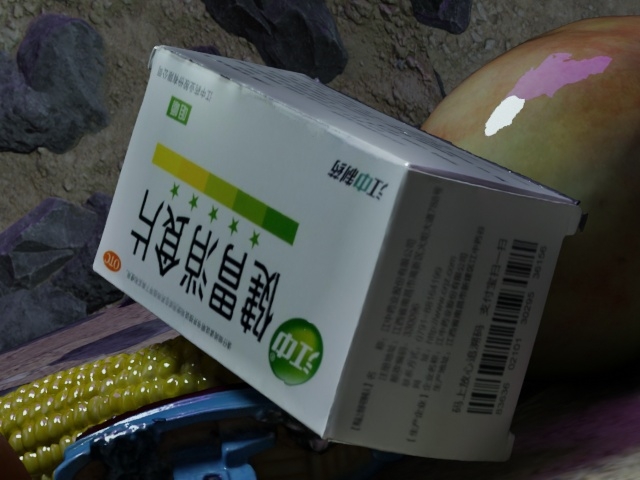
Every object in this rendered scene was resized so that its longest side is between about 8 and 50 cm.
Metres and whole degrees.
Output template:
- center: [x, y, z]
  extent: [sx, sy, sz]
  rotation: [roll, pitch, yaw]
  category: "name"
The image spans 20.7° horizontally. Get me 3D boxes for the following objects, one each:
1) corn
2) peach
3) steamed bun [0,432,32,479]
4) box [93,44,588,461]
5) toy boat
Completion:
- center: [-0.142, 0.143, 1.280]
  extent: [0.347, 0.130, 0.130]
  rotation: [-15, 6, 25]
  category: "corn"
- center: [0.186, -0.035, 1.258]
  extent: [0.292, 0.247, 0.292]
  rotation: [-34, -26, -19]
  category: "peach"
- center: [-0.344, 0.179, 0.940]
  extent: [0.235, 0.248, 0.379]
  rotation: [-15, 5, 38]
  category: "steamed bun"
- center: [0.001, 0.000, 1.140]
  extent: [0.145, 0.173, 0.333]
  rotation: [8, 14, -36]
  category: "box"
- center: [-0.056, 0.146, 1.110]
  extent: [0.223, 0.100, 0.097]
  rotation: [-10, 30, -7]
  category: "toy boat"
